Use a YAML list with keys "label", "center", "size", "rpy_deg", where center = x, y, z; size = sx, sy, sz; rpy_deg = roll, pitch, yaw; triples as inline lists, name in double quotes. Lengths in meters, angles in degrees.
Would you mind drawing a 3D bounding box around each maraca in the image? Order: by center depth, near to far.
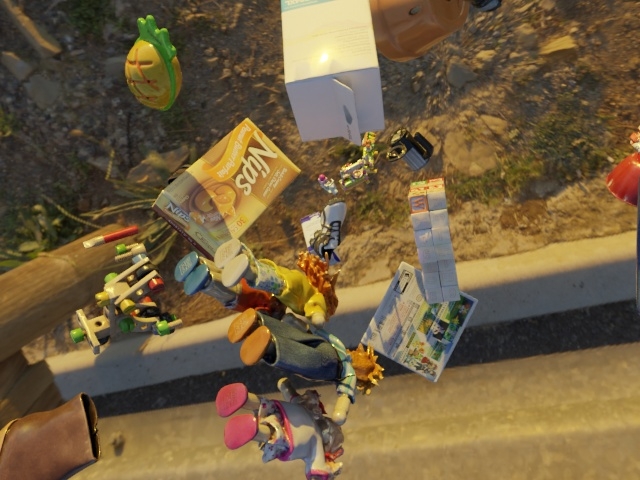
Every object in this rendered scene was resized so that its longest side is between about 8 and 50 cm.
- label: "maraca"
  center: [-0.315, -0.331, 1.057]
  size: [0.127, 0.099, 0.186]
  rpy_deg: [41, 141, 13]

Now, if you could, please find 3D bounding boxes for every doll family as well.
- label: "doll family"
  center: [-0.019, 0.089, 0.528]
  size: [0.118, 0.263, 0.163]
  rpy_deg: [-43, 136, 16]

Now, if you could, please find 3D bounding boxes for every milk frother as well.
- label: "milk frother"
  center: [0.286, -0.279, 1.836]
  size: [0.134, 0.129, 0.143]
  rpy_deg: [41, 79, -22]

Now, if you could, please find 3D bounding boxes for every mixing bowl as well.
- label: "mixing bowl"
  center: [0.884, -0.178, 1.508]
  size: [0.181, 0.181, 0.098]
  rpy_deg: [10, 134, 9]

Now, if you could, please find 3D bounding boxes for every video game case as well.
- label: "video game case"
  center: [0.349, 0.287, 1.981]
  size: [0.299, 0.036, 0.329]
  rpy_deg: [27, 88, 10]

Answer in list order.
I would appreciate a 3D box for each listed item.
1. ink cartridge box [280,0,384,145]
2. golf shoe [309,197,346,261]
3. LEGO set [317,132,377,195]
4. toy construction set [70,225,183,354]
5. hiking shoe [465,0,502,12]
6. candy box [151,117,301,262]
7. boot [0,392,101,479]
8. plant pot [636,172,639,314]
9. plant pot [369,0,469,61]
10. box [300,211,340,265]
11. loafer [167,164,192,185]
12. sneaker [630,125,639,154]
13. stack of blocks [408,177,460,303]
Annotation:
- label: "ink cartridge box"
  center: [0.013, -0.174, 0.566]
  size: [0.089, 0.092, 0.143]
  rpy_deg: [-7, 61, 7]
- label: "golf shoe"
  center: [0.036, -0.027, 1.543]
  size: [0.077, 0.094, 0.198]
  rpy_deg: [-3, 135, -26]
- label: "LEGO set"
  center: [0.123, -0.270, 1.865]
  size: [0.132, 0.107, 0.287]
  rpy_deg: [33, 70, 26]
- label: "toy construction set"
  center: [-0.534, 0.140, 1.425]
  size: [0.309, 0.237, 0.257]
  rpy_deg: [67, 152, 7]
- label: "hiking shoe"
  center: [0.307, -0.521, 0.907]
  size: [0.132, 0.113, 0.304]
  rpy_deg: [11, 137, -20]
- label: "candy box"
  center: [-0.204, -0.119, 1.270]
  size: [0.183, 0.316, 0.087]
  rpy_deg: [45, 140, -8]
- label: "boot"
  center: [-0.447, 0.388, 0.882]
  size: [0.206, 0.090, 0.249]
  rpy_deg: [-25, 58, 6]
- label: "plant pot"
  center: [0.522, -0.001, 0.661]
  size: [0.235, 0.212, 0.236]
  rpy_deg: [3, 85, -5]
- label: "plant pot"
  center: [0.291, -0.688, 1.620]
  size: [0.203, 0.290, 0.291]
  rpy_deg: [4, 113, 51]
- label: "box"
  center: [0.000, 0.000, 1.825]
  size: [0.072, 0.137, 0.126]
  rpy_deg: [-23, 144, 11]
- label: "loafer"
  center: [-0.415, -0.199, 1.940]
  size: [0.302, 0.095, 0.109]
  rpy_deg: [12, 126, 40]
- label: "sneaker"
  center: [0.791, -0.297, 1.308]
  size: [0.145, 0.090, 0.270]
  rpy_deg: [-28, 67, 48]
- label: "stack of blocks"
  center: [0.292, 0.006, 1.421]
  size: [0.087, 0.171, 0.297]
  rpy_deg: [-8, 105, 13]
